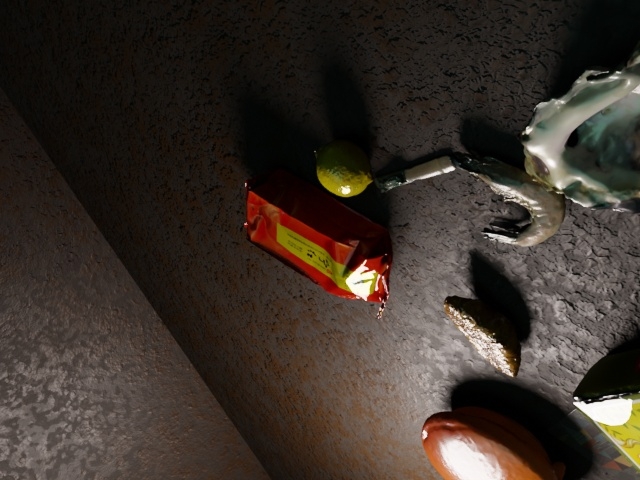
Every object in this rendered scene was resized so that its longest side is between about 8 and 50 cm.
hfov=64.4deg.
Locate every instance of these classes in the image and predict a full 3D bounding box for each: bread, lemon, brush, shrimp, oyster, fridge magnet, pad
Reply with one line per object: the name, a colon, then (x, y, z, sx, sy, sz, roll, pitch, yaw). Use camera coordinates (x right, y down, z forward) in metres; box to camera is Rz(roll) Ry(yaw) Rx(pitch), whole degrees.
bread: (0.351, 0.186, 1.064, 0.233, 0.076, 0.105, 45, 156, -10)
lemon: (0.045, -0.147, 1.027, 0.133, 0.109, 0.109, 32, 142, 4)
brush: (0.175, -0.126, 0.987, 0.190, 0.027, 0.034, -12, 117, 48)
shrimp: (0.311, -0.074, 0.889, 0.219, 0.046, 0.152, 34, 139, 15)
oyster: (0.416, -0.146, 0.670, 0.238, 0.115, 0.351, 47, 149, -15)
fridge magnet: (0.423, 0.558, 1.273, 0.363, 0.155, 0.364, 26, 140, 25)
pad: (0.624, 0.457, 1.110, 0.211, 0.003, 0.143, 33, 142, 17)

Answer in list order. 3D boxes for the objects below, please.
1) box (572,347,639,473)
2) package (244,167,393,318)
box: (0.668, 0.333, 0.755, 0.420, 0.138, 0.373, 48, 156, 10)
package: (-0.001, 0.000, 1.196, 0.423, 0.123, 0.196, 31, 143, 19)
